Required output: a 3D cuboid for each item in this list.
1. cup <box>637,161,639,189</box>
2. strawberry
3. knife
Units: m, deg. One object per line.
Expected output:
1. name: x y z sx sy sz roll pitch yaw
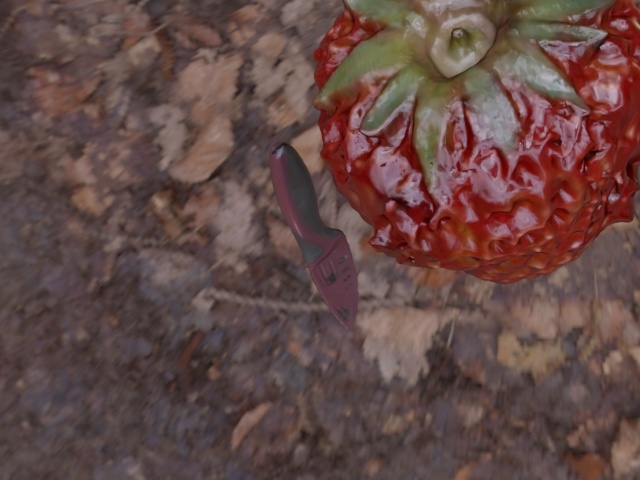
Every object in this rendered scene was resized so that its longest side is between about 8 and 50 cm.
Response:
1. cup: 0.166 -0.010 0.669 0.054 0.083 0.075 -9 135 8
2. strawberry: 0.113 -0.054 0.940 0.205 0.244 0.205 -10 56 16
3. knife: 0.000 0.000 1.138 0.035 0.247 0.018 -37 58 -9
